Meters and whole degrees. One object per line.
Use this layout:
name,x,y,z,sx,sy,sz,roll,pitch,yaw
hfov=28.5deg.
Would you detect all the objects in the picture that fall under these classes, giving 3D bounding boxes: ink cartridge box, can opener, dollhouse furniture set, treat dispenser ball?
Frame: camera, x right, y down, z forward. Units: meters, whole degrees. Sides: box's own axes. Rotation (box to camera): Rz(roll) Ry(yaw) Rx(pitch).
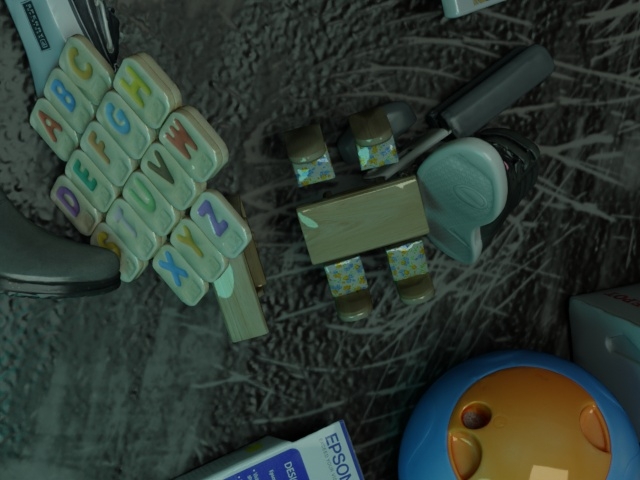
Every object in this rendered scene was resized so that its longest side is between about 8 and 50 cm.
ink cartridge box,-0.072,0.404,1.534,0.307,0.072,0.303,-22,104,-17
can opener,0.155,-0.158,1.516,0.280,0.074,0.093,-33,107,-12
ink cartridge box,0.554,0.137,1.587,0.395,0.285,0.166,-10,102,-17
dollhouse furniture set,0.000,0.000,1.399,0.242,0.161,0.212,-15,115,2
treat dispenser ball,0.236,0.273,1.498,0.288,0.288,0.288,-3,100,-18

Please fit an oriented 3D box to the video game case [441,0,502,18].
video game case,0.203,-0.387,1.476,0.227,0.026,0.206,-26,108,-39

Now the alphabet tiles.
alphabet tiles,-0.195,-0.066,1.302,0.278,0.284,0.021,50,51,5

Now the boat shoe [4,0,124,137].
boat shoe,-0.260,-0.218,1.354,0.102,0.108,0.301,-36,112,-40

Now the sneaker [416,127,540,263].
sneaker,0.191,-0.087,1.457,0.105,0.295,0.147,31,75,13

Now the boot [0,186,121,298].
boot,-0.359,-0.067,1.316,0.338,0.118,0.222,11,94,-13
